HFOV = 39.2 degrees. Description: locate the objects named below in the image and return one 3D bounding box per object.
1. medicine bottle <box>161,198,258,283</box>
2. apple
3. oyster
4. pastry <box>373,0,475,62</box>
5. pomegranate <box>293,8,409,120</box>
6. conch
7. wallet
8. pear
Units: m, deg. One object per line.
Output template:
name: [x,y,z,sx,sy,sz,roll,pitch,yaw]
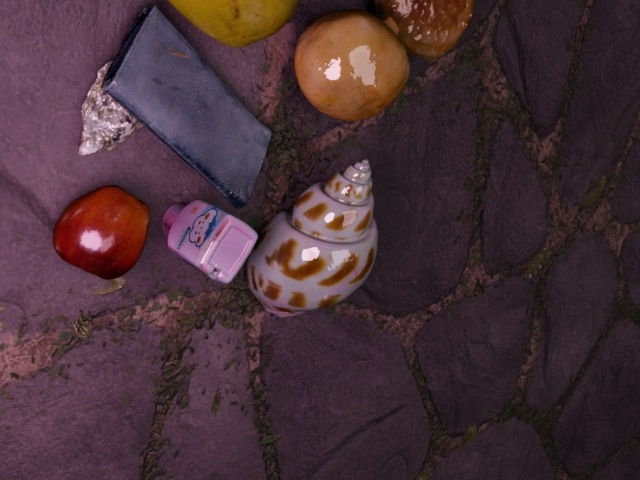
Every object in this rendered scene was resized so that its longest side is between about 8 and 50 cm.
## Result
medicine bottle: [-0.217,-0.008,1.672,0.094,0.188,0.119,36,83,-42]
apple: [-0.377,-0.017,1.573,0.156,0.147,0.158,33,84,-21]
oyster: [-0.355,-0.226,1.561,0.125,0.064,0.177,10,99,-37]
pastry: [0.212,-0.508,1.869,0.236,0.121,0.257,29,90,-38]
pomegranate: [0.057,-0.340,1.746,0.233,0.233,0.233,-16,117,-34]
conch: [0.000,0.001,1.854,0.250,0.197,0.367,13,93,-21]
wallet: [-0.227,-0.230,1.624,0.379,0.046,0.190,45,55,-42]
pear: [-0.152,-0.468,1.508,0.253,0.253,0.307,-46,136,-15]
